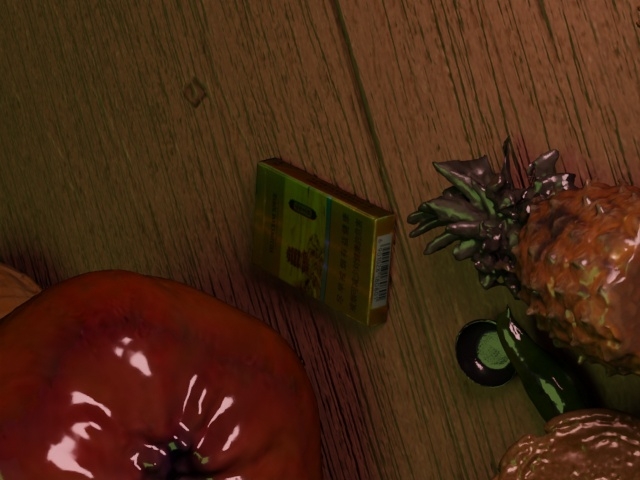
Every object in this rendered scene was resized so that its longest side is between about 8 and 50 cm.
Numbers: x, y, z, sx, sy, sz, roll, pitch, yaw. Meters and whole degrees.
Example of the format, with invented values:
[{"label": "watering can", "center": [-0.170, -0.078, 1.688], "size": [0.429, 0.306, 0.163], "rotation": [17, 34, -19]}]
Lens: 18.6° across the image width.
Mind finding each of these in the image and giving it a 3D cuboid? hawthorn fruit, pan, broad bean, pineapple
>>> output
[{"label": "hawthorn fruit", "center": [-0.229, 0.257, 2.081], "size": [0.472, 0.472, 0.471], "rotation": [20, 116, 47]}, {"label": "pan", "center": [0.182, 0.109, 1.850], "size": [0.115, 0.023, 0.068], "rotation": [10, 109, 32]}, {"label": "broad bean", "center": [0.244, 0.187, 1.778], "size": [0.060, 0.043, 0.297], "rotation": [-41, 73, 45]}, {"label": "pineapple", "center": [0.204, 0.007, 1.702], "size": [0.340, 0.169, 0.169], "rotation": [23, 119, 55]}]

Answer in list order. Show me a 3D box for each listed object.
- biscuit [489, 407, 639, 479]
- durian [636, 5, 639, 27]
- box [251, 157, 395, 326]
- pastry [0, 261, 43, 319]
[{"label": "biscuit", "center": [0.241, 0.259, 1.707], "size": [0.042, 0.226, 0.226], "rotation": [25, -131, -85]}, {"label": "durian", "center": [0.354, -0.171, 1.381], "size": [0.293, 0.258, 0.258], "rotation": [-127, 40, -53]}, {"label": "box", "center": [0.000, 0.000, 2.035], "size": [0.193, 0.030, 0.121], "rotation": [28, 122, 44]}, {"label": "pastry", "center": [-0.459, 0.218, 2.501], "size": [0.409, 0.245, 0.409], "rotation": [21, 117, 49]}]
